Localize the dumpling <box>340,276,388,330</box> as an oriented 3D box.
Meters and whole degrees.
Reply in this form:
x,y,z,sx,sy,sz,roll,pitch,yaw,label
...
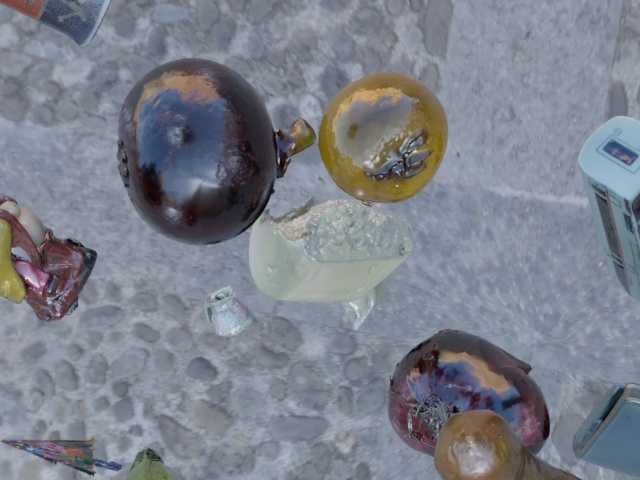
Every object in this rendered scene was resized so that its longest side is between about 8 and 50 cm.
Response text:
x,y,z,sx,sy,sz,roll,pitch,yaw,label
0.073,0.057,1.714,0.132,0.162,0.250,-2,93,0,dumpling

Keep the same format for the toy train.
x,y,z,sx,sy,sz,roll,pitch,yaw,label
0.388,-0.012,1.035,0.088,0.407,0.086,37,86,33,toy train

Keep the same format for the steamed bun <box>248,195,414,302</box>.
x,y,z,sx,sy,sz,roll,pitch,yaw,label
0.000,0.000,1.323,0.200,0.225,0.170,-39,64,34,steamed bun

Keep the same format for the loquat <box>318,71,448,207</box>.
x,y,z,sx,sy,sz,roll,pitch,yaw,label
0.064,-0.107,0.883,0.141,0.141,0.141,-2,83,14,loquat

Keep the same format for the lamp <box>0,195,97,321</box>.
x,y,z,sx,sy,sz,roll,pitch,yaw,label
-0.368,0.000,0.908,0.118,0.253,0.118,-28,45,33,lamp

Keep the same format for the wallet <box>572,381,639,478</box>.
x,y,z,sx,sy,sz,roll,pitch,yaw,label
0.654,0.370,1.477,0.360,0.252,0.083,16,49,6,wallet

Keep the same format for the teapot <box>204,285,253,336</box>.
x,y,z,sx,sy,sz,roll,pitch,yaw,label
-0.149,0.108,1.295,0.083,0.064,0.064,-6,117,38,teapot

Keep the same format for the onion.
x,y,z,sx,sy,sz,roll,pitch,yaw,label
0.243,0.262,1.345,0.280,0.281,0.221,4,99,15,onion

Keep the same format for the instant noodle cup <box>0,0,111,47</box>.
x,y,z,sx,sy,sz,roll,pitch,yaw,label
-0.222,-0.224,0.623,0.135,0.127,0.127,16,86,-27,instant noodle cup

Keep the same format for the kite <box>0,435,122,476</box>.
x,y,z,sx,sy,sz,roll,pitch,yaw,label
-0.483,0.393,1.566,0.233,0.321,0.016,16,60,-6,kite

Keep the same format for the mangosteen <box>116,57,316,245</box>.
x,y,z,sx,sy,sz,roll,pitch,yaw,label
-0.121,-0.109,1.057,0.261,0.235,0.236,-9,80,-20,mangosteen

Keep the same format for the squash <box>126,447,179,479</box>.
x,y,z,sx,sy,sz,roll,pitch,yaw,label
-0.182,0.321,0.921,0.094,0.341,0.095,-2,102,-9,squash

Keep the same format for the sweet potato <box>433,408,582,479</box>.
x,y,z,sx,sy,sz,roll,pitch,yaw,label
0.203,0.252,0.906,0.097,0.292,0.097,-20,54,30,sweet potato
